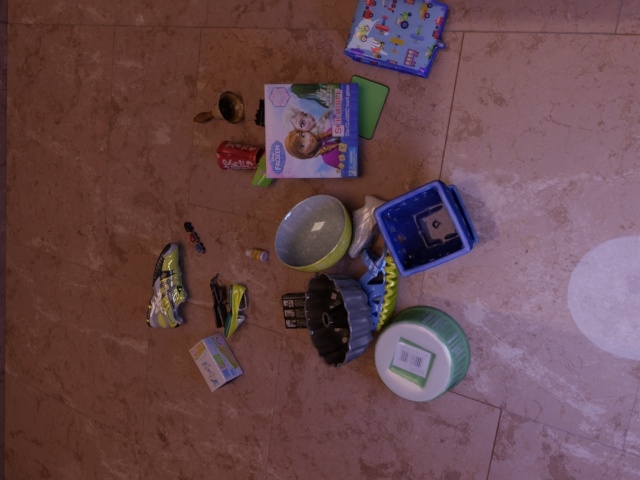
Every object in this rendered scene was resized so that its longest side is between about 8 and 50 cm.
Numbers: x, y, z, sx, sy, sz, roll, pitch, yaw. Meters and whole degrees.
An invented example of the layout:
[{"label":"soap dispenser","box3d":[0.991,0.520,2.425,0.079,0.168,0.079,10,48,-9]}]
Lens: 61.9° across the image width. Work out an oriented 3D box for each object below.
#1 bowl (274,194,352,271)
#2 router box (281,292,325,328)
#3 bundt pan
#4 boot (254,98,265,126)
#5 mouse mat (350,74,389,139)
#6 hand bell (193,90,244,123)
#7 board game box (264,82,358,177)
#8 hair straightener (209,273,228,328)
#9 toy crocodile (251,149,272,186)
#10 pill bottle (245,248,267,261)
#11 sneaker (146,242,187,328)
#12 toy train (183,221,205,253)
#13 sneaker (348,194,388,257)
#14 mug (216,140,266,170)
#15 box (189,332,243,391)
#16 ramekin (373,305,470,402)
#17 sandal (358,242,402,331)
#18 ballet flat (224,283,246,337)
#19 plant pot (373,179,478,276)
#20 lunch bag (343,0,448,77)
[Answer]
[{"label":"bowl","box3d":[0.000,0.000,1.857,0.290,0.156,0.289,-18,53,26]},{"label":"router box","box3d":[-0.056,0.265,2.017,0.179,0.046,0.133,-6,93,30]},{"label":"bundt pan","box3d":[0.069,0.260,1.820,0.331,0.124,0.330,22,115,59]},{"label":"boot","box3d":[-0.195,-0.473,2.002,0.121,0.045,0.099,20,103,34]},{"label":"mouse mat","box3d":[0.143,-0.457,1.833,0.153,0.007,0.189,28,109,24]},{"label":"hand bell","box3d":[-0.429,-0.503,2.114,0.242,0.126,0.126,-3,95,42]},{"label":"board game box","box3d":[-0.029,-0.371,1.822,0.318,0.066,0.318,-1,97,2]},{"label":"hair straightener","box3d":[-0.409,0.250,2.224,0.089,0.047,0.230,-9,87,34]},{"label":"toy crocodile","box3d":[-0.148,-0.338,1.954,0.105,0.115,0.340,44,113,22]},{"label":"pill bottle","box3d":[-0.252,0.056,2.104,0.083,0.043,0.043,11,102,29]},{"label":"sneaker","box3d":[-0.648,0.198,2.319,0.147,0.145,0.384,10,100,-3]},{"label":"toy train","box3d":[-0.536,-0.010,2.262,0.027,0.036,0.158,-37,78,28]},{"label":"sneaker","box3d":[0.149,-0.052,1.845,0.115,0.090,0.232,35,103,29]},{"label":"mug","box3d":[-0.305,-0.313,2.032,0.169,0.150,0.113,10,115,24]},{"label":"box","box3d":[-0.436,0.505,2.225,0.103,0.114,0.203,-40,76,29]},{"label":"ramekin","box3d":[0.323,0.379,1.754,0.304,0.148,0.303,4,98,29]},{"label":"sandal","box3d":[0.193,0.150,1.813,0.138,0.126,0.317,8,91,20]},{"label":"ballet flat","box3d":[-0.341,0.289,2.170,0.077,0.077,0.230,-148,65,-70]},{"label":"plant pot","box3d":[0.340,-0.043,1.654,0.236,0.212,0.235,-26,83,31]},{"label":"lunch bag","box3d":[0.252,-0.656,1.687,0.293,0.138,0.220,20,104,17]}]
